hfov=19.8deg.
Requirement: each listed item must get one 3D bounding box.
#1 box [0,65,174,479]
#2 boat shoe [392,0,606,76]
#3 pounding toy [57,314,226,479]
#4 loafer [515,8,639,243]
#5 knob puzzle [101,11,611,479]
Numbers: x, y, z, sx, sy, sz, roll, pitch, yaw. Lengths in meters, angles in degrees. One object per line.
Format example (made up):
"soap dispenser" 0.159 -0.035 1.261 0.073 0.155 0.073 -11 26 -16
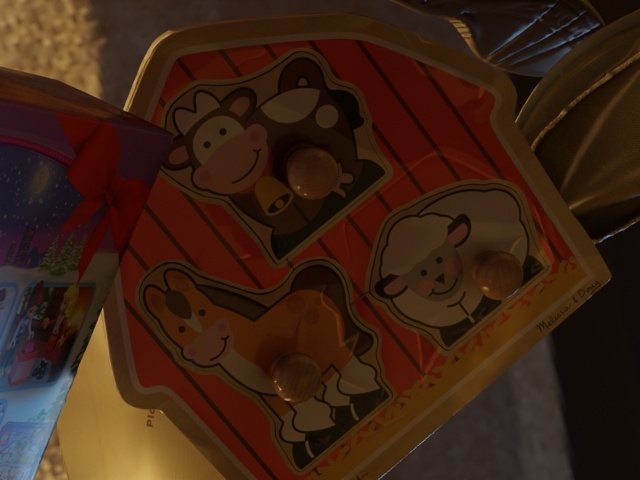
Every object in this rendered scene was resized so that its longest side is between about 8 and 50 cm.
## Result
"box" -0.158 0.039 0.523 0.201 0.057 0.293 -67 -18 6
"boat shoe" 0.102 -0.168 1.132 0.223 0.080 0.073 20 -129 -44
"pounding toy" -0.048 0.072 1.074 0.110 0.237 0.183 7 -152 -45
"loafer" 0.197 -0.082 0.970 0.094 0.251 0.087 40 -160 -19
"knob puzzle" 0.000 0.000 0.693 0.213 0.213 0.030 61 173 -21
